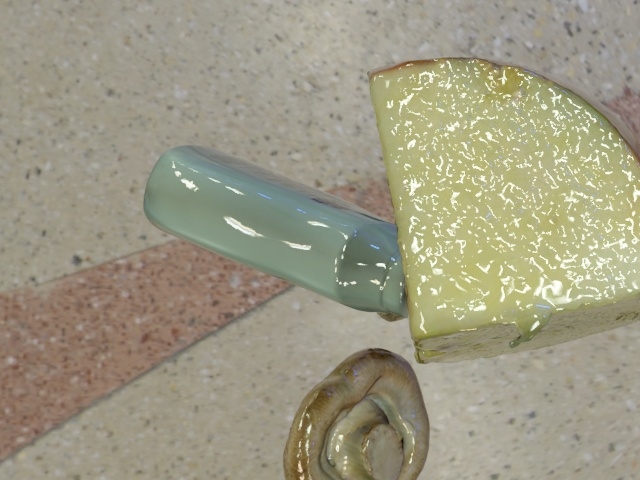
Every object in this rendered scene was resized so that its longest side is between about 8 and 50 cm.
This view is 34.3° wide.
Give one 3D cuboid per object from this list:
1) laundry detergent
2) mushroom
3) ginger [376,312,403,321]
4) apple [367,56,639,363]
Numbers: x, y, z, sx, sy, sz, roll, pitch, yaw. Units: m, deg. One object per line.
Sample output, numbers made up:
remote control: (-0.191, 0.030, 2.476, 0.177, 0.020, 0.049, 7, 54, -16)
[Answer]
laundry detergent: (0.000, 0.000, 1.291, 0.398, 0.264, 0.124, 22, 95, 30)
mushroom: (0.058, 0.298, 1.561, 0.146, 0.278, 0.278, 4, 85, 52)
ginger: (0.119, 0.068, 1.750, 0.069, 0.095, 0.190, -50, 26, 31)
apple: (0.149, 0.000, 0.870, 0.314, 0.309, 0.252, 34, 91, 13)
